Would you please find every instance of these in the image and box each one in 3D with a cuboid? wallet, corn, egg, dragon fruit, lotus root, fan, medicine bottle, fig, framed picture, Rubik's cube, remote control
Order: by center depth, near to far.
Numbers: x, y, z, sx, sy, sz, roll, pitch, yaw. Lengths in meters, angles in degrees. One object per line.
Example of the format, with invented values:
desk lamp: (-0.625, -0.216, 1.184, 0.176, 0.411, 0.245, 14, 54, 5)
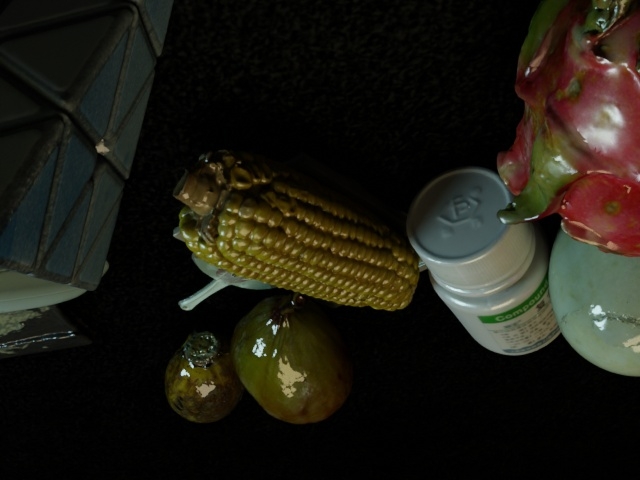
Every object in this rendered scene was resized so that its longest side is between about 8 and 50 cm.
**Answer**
Rubik's cube: (-0.218, -0.080, 0.580, 0.233, 0.228, 0.229, -20, 175, 38)
dragon fruit: (0.265, -0.098, 0.644, 0.231, 0.237, 0.302, 13, 162, 12)
egg: (0.329, 0.022, 0.833, 0.187, 0.253, 0.186, 23, 143, 18)
corn: (-0.012, -0.004, 0.834, 0.322, 0.119, 0.119, 19, 143, -40)
remote control: (-0.371, 0.057, 0.885, 0.103, 0.051, 0.293, -17, 173, 42)
medicine bottle: (0.189, 0.025, 0.917, 0.139, 0.139, 0.237, -16, 145, 20)
framed picture: (0.000, 0.000, 0.967, 0.209, 0.019, 0.281, -28, 141, 35)
fan: (-0.103, 0.038, 0.995, 0.152, 0.008, 0.227, 23, 140, -37)
fig: (-0.037, 0.125, 1.025, 0.146, 0.170, 0.274, -34, 156, -18)
wallet: (-0.478, 0.125, 1.100, 0.321, 0.044, 0.170, -7, 147, 5)
lotus root: (-0.160, 0.197, 1.176, 0.120, 0.120, 0.209, 1, 148, -8)
